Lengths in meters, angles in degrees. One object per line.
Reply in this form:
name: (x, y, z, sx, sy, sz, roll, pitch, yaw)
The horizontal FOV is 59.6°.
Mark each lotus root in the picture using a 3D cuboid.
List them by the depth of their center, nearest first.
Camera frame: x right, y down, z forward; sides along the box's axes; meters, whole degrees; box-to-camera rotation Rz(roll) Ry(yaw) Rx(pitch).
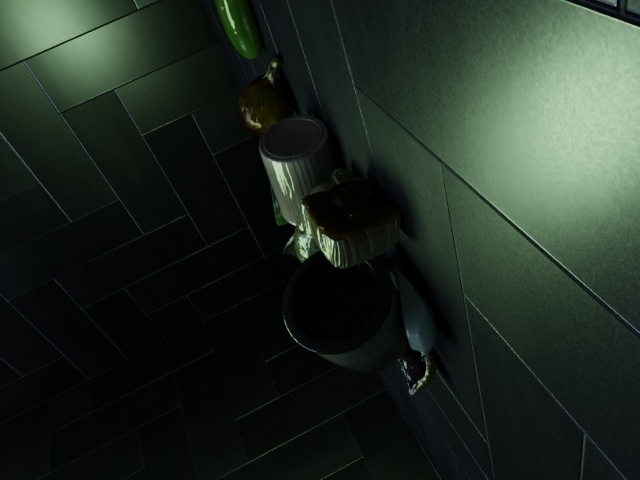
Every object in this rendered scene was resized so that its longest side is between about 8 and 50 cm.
lotus root: (0.016, -0.028, 1.545, 0.175, 0.175, 0.349, 59, 144, 41)

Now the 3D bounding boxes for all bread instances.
bread: (0.071, -0.053, 1.319, 0.209, 0.192, 0.109, -120, 13, -47)

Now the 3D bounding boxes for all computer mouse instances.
computer mouse: (0.243, 0.176, 1.417, 0.128, 0.079, 0.230, 66, -168, -54)

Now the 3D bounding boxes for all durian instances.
durian: (0.306, 0.354, 1.669, 0.108, 0.119, 0.186, 8, -122, -49)

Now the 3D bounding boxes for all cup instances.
cup: (-0.035, -0.225, 1.658, 0.208, 0.288, 0.273, 17, 148, 27)

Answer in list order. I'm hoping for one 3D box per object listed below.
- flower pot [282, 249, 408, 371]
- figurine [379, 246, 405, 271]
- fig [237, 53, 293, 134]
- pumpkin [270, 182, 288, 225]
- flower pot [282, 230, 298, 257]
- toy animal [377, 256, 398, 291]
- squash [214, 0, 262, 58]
flower pot: (0.093, 0.207, 1.521, 0.293, 0.294, 0.330, 60, -175, 34)
figurine: (0.155, 0.009, 1.440, 0.086, 0.087, 0.149, -31, 86, 47)
fig: (-0.150, -0.484, 1.829, 0.290, 0.191, 0.190, -55, 51, 36)
pumpkin: (-0.093, -0.199, 2.160, 0.293, 0.197, 0.263, -111, 9, -75)
flower pot: (0.000, 0.000, 2.119, 0.166, 0.269, 0.269, 44, 172, 6)
toy animal: (0.166, 0.050, 1.617, 0.149, 0.054, 0.275, 49, 164, 59)
squash: (-0.271, -0.729, 1.771, 0.107, 0.107, 0.395, 60, 173, 33)
